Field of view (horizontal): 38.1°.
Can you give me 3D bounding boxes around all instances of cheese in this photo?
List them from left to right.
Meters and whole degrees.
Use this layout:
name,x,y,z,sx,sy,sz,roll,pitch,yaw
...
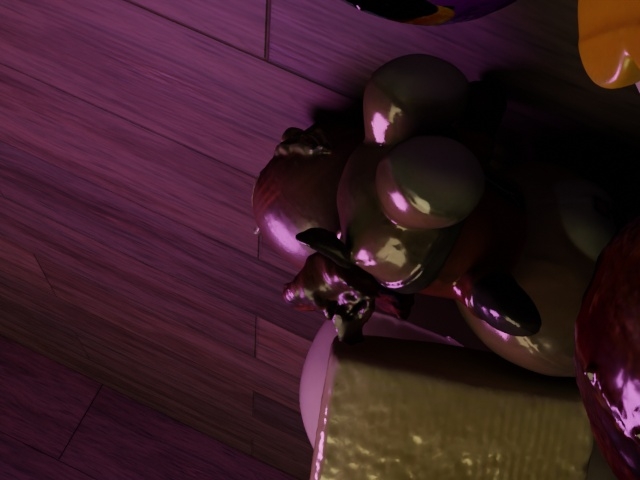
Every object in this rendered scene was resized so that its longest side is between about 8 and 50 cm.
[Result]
name,x,y,z,sx,sy,sz,roll,pitch,yaw
cheese,0.111,0.232,0.843,0.242,0.265,0.124,8,-168,4

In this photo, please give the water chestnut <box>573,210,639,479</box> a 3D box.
name,x,y,z,sx,sy,sz,roll,pitch,yaw
water chestnut,0.351,0.067,0.596,0.350,0.350,0.302,25,129,4

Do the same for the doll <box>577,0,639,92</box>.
name,x,y,z,sx,sy,sz,roll,pitch,yaw
doll,0.279,-0.117,0.415,0.314,0.141,0.177,-8,-174,-11

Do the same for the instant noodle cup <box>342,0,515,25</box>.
name,x,y,z,sx,sy,sz,roll,pitch,yaw
instant noodle cup,0.071,-0.219,0.406,0.251,0.251,0.190,30,165,-7

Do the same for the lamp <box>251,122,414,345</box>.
name,x,y,z,sx,sy,sz,roll,pitch,yaw
lamp,0.018,-0.027,0.885,0.223,0.151,0.215,37,-155,25

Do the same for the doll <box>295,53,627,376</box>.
name,x,y,z,sx,sy,sz,roll,pitch,yaw
doll,0.139,0.003,0.755,0.330,0.235,0.174,27,128,-29

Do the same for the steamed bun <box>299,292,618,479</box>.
name,x,y,z,sx,sy,sz,roll,pitch,yaw
steamed bun,0.159,0.199,1.063,0.374,0.334,0.334,31,158,14
